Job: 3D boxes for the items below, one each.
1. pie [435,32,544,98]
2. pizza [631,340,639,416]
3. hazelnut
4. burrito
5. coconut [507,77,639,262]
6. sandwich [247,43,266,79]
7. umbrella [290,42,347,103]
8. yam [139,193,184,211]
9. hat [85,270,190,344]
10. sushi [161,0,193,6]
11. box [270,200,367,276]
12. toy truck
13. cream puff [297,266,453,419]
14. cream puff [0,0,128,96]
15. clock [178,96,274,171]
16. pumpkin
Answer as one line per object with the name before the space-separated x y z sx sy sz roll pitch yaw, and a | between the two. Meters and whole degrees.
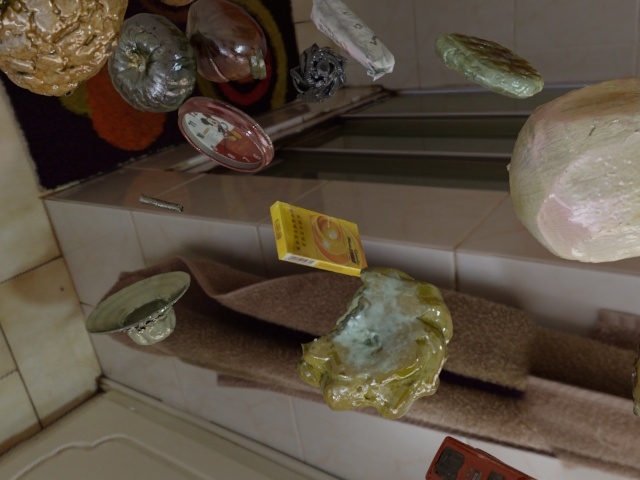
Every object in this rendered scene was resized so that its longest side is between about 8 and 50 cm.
pie | 0.446 -0.464 1.496 0.306 0.306 0.071 -30 155 -47
pizza | 0.412 0.010 0.487 0.392 0.080 0.435 -37 115 -6
hazelnut | -0.257 -0.527 1.513 0.229 0.230 0.229 -16 110 -51
burrito | 0.048 -0.331 0.918 0.064 0.203 0.064 -27 149 -17
coconut | 0.451 -0.108 0.960 0.297 0.255 0.297 -11 90 -70
sandwich | -0.143 -0.394 1.276 0.029 0.135 0.067 -17 94 -6
umbrella | -0.010 -0.363 1.293 0.340 0.118 0.118 -109 -159 -80
yam | -0.469 -0.111 1.691 0.027 0.130 0.033 -76 178 -87
hat | -0.391 0.178 1.296 0.252 0.252 0.110 -41 119 -41
sushi | -0.270 -0.480 1.108 0.047 0.099 0.050 39 45 -74
box | 0.000 0.000 1.435 0.269 0.043 0.152 16 52 -39
toy truck | 0.285 0.399 0.883 0.114 0.253 0.107 40 74 -24
cream puff | 0.133 0.231 1.204 0.323 0.274 0.270 -47 156 -8
cream puff | -0.305 -0.248 0.551 0.169 0.183 0.183 14 86 -59
clock | -0.290 -0.330 1.769 0.318 0.319 0.080 49 58 -47
pumpkin | -0.414 -0.427 1.391 0.159 0.238 0.237 -17 111 -58
